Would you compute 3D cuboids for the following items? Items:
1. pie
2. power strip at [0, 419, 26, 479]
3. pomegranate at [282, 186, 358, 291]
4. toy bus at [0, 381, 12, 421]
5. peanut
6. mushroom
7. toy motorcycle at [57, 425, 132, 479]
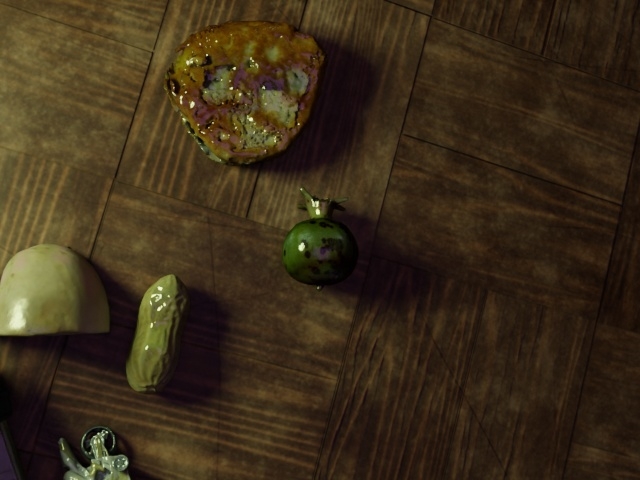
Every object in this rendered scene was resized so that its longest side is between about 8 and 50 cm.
[{"bbox_3d":[-0.136,-0.272,1.485,0.308,0.085,0.308,1,86,-8],"label":"pie"},{"bbox_3d":[-0.572,0.318,1.360,0.078,0.052,0.272,-19,89,-13],"label":"power strip"},{"bbox_3d":[0.001,0.005,1.478,0.148,0.148,0.169,19,56,-11],"label":"pomegranate"},{"bbox_3d":[-0.642,0.286,1.264,0.275,0.138,0.167,-32,90,6],"label":"toy bus"},{"bbox_3d":[-0.285,0.164,1.413,0.090,0.098,0.214,11,81,-2],"label":"peanut"},{"bbox_3d":[-0.472,0.079,1.339,0.236,0.173,0.162,0,84,-12],"label":"mushroom"},{"bbox_3d":[-0.384,0.432,1.365,0.151,0.074,0.229,-23,71,-15],"label":"toy motorcycle"}]
